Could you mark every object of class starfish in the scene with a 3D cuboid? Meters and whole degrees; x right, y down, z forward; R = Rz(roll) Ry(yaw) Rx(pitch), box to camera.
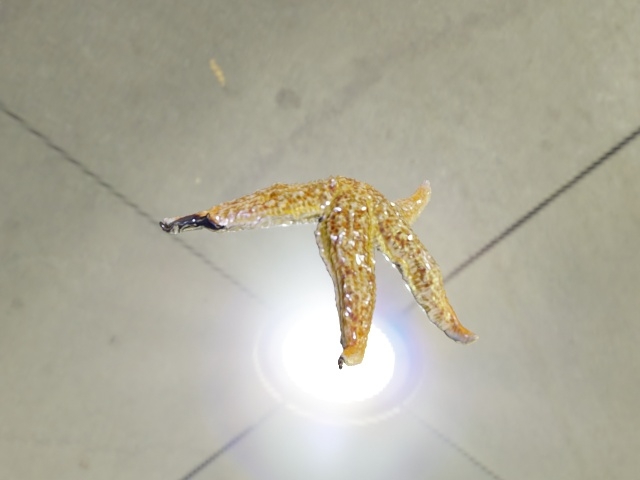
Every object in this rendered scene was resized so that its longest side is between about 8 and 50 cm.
[{"bbox_3d":[0.002,-0.003,0.542,0.130,0.133,0.041,14,119,-20],"label":"starfish"}]
